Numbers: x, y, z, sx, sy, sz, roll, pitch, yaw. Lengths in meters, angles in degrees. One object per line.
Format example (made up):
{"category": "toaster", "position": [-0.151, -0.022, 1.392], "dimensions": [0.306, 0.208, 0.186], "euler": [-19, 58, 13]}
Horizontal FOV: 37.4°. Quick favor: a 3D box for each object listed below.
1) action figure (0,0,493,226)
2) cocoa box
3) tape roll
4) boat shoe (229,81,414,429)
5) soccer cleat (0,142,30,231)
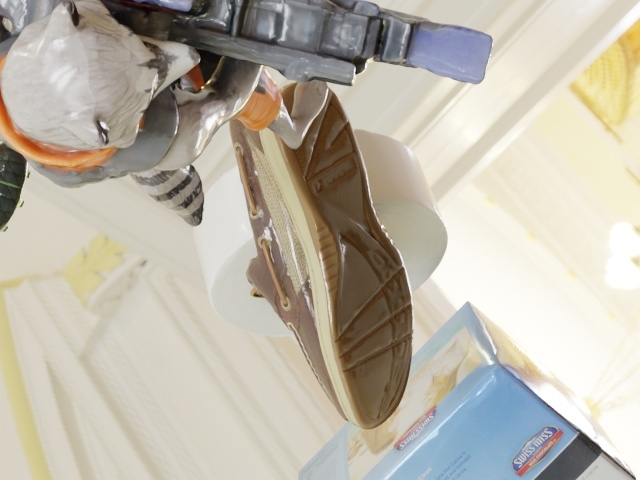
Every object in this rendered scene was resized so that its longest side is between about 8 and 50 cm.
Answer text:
{"category": "action figure", "position": [-0.078, -0.083, 0.594], "dimensions": [0.342, 0.178, 0.330], "euler": [14, -175, 8]}
{"category": "cocoa box", "position": [0.161, 0.295, 1.181], "dimensions": [0.228, 0.347, 0.231], "euler": [41, -169, -10]}
{"category": "tape roll", "position": [0.000, 0.000, 1.099], "dimensions": [0.286, 0.286, 0.100], "euler": [14, -135, -42]}
{"category": "boat shoe", "position": [-0.009, 0.019, 0.916], "dimensions": [0.123, 0.123, 0.341], "euler": [-33, -69, -42]}
{"category": "soccer cleat", "position": [-0.336, -0.020, 0.882], "dimensions": [0.060, 0.178, 0.072], "euler": [27, 176, 38]}
